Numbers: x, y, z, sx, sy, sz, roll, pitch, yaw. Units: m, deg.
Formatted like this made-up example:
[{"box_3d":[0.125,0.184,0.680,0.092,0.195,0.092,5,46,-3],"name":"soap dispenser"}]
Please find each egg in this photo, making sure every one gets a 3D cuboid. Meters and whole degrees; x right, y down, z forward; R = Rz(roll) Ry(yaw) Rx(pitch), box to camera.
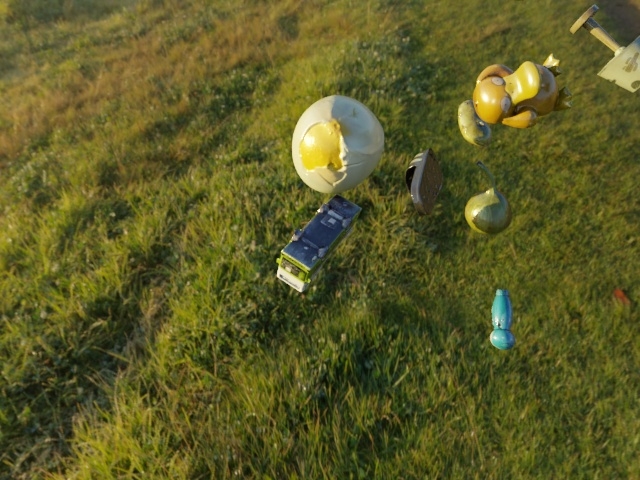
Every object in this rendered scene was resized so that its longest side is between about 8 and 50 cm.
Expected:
[{"box_3d":[0.046,-0.291,1.498,0.283,0.345,0.283,8,64,-17],"name":"egg"}]

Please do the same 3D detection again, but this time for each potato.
[{"box_3d":[0.547,-0.421,1.687,0.105,0.085,0.188,-3,69,-18],"name":"potato"}]

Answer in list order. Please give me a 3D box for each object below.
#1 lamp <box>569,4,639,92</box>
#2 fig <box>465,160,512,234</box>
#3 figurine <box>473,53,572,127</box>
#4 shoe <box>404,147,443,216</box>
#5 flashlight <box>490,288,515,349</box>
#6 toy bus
[{"box_3d":[0.692,-0.451,1.115,0.215,0.121,0.121,46,60,8],"name":"lamp"},{"box_3d":[0.523,-0.137,1.478,0.149,0.245,0.149,-9,33,6],"name":"fig"},{"box_3d":[0.554,-0.407,1.315,0.228,0.215,0.215,-9,41,-37],"name":"figurine"},{"box_3d":[0.159,-0.094,0.772,0.049,0.071,0.179,-13,26,29],"name":"shoe"},{"box_3d":[0.389,0.168,1.006,0.051,0.051,0.129,7,69,11],"name":"flashlight"},{"box_3d":[0.000,0.000,1.324,0.113,0.139,0.302,33,49,10],"name":"toy bus"}]
